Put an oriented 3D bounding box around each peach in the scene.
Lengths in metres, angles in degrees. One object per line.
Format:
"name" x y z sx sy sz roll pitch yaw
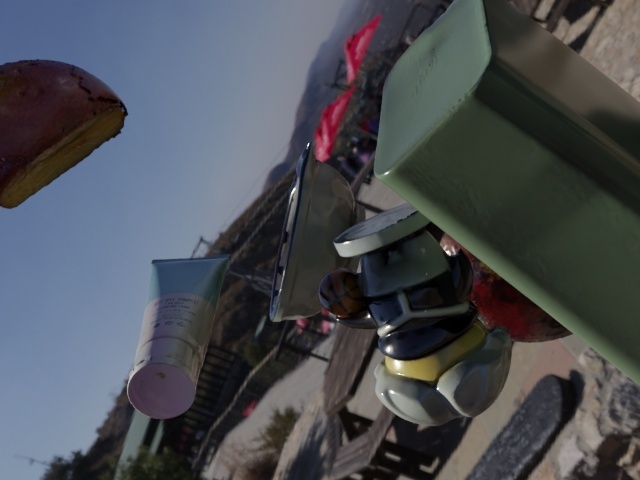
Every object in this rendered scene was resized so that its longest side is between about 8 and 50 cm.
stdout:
"peach" -0.139 -0.055 0.316 0.050 0.083 0.077 120 153 -72

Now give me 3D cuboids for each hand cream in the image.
"hand cream" -0.173 0.091 0.787 0.312 0.111 0.070 -99 5 -68

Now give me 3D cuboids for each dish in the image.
"dish" 0.000 0.000 1.048 0.303 0.120 0.303 -168 90 -84

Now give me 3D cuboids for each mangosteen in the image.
"mangosteen" 0.295 0.017 0.973 0.359 0.306 0.306 92 -169 -50

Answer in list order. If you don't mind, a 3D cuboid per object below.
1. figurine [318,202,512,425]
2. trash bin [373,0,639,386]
"figurine" 0.102 0.088 0.709 0.176 0.236 0.133 -23 8 25
"trash bin" 0.227 -0.056 0.586 0.158 0.343 0.223 -43 22 34
